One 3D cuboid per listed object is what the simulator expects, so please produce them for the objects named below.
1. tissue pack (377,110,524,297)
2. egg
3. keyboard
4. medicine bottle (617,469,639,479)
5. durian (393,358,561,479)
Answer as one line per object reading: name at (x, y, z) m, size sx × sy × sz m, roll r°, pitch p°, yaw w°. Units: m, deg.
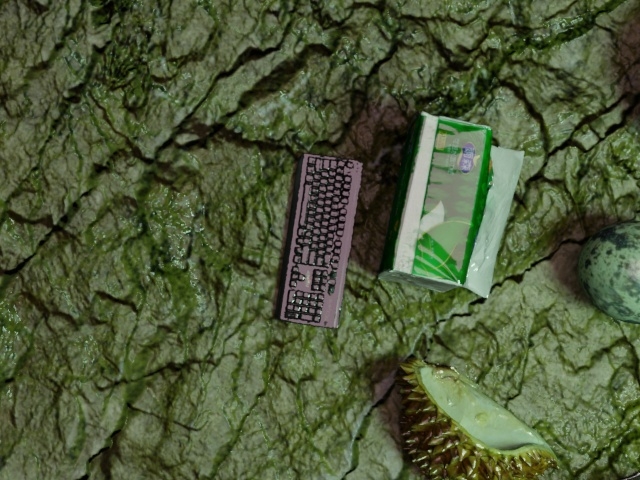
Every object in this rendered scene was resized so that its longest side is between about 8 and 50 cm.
tissue pack at (0.170, -0.041, 1.722) m, size 0.156 × 0.148 × 0.209 m, roll 12°, pitch 83°, yaw 0°
egg at (0.417, 0.044, 1.726) m, size 0.172 × 0.132 × 0.132 m, roll 17°, pitch 84°, yaw -10°
keyboard at (0.000, 0.000, 1.777) m, size 0.094 × 0.025 × 0.230 m, roll 8°, pitch 84°, yaw 2°
medicine bottle at (0.372, 0.342, 1.658) m, size 0.171 × 0.201 × 0.052 m, roll -17°, pitch 89°, yaw -4°
durian at (0.188, 0.255, 1.730) m, size 0.252 × 0.144 × 0.139 m, roll 35°, pitch 47°, yaw 9°
